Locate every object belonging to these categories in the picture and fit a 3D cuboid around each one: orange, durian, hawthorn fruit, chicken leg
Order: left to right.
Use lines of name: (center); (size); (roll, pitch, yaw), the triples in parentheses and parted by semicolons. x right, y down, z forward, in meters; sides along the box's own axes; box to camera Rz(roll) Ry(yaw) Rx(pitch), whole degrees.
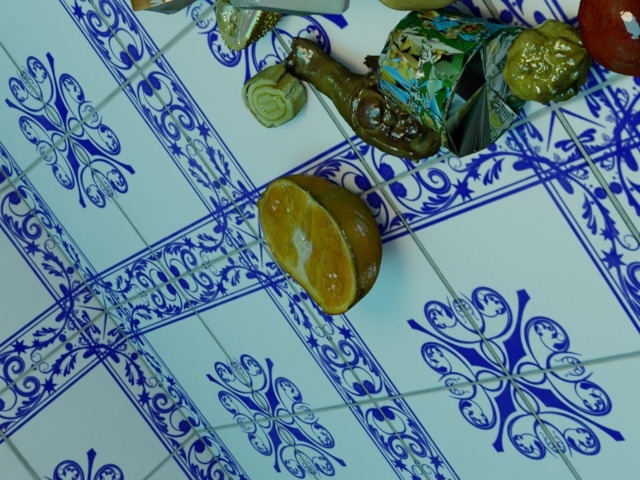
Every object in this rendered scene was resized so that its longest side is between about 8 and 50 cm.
durian: (-0.124, -0.471, 2.042); (0.208, 0.102, 0.146); (-49, 64, 31)
orange: (0.002, 0.003, 2.207); (0.310, 0.274, 0.274); (-101, 1, -54)
chicken leg: (0.075, -0.278, 1.954); (0.361, 0.140, 0.211); (37, 152, 10)
hawthorn fruit: (0.456, -0.321, 1.485); (0.251, 0.189, 0.189); (24, 142, 61)

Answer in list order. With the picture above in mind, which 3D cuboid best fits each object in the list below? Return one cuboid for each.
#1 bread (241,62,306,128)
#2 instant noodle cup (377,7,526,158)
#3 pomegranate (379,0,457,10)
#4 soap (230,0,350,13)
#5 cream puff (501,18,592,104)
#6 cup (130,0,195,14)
bread: (-0.093, -0.301, 2.182); (0.156, 0.064, 0.117); (-14, 116, 51)
instant noodle cup: (0.218, -0.277, 1.743); (0.178, 0.240, 0.240); (36, 144, 35)
pomegranate: (0.157, -0.467, 1.629); (0.233, 0.233, 0.233); (29, 140, 27)
soap: (-0.021, -0.571, 1.594); (0.261, 0.156, 0.446); (-149, 65, -68)
cream puff: (0.363, -0.267, 1.638); (0.116, 0.146, 0.146); (-115, 16, -47)
cup: (-0.301, -0.588, 2.074); (0.226, 0.182, 0.264); (-13, 109, 16)
